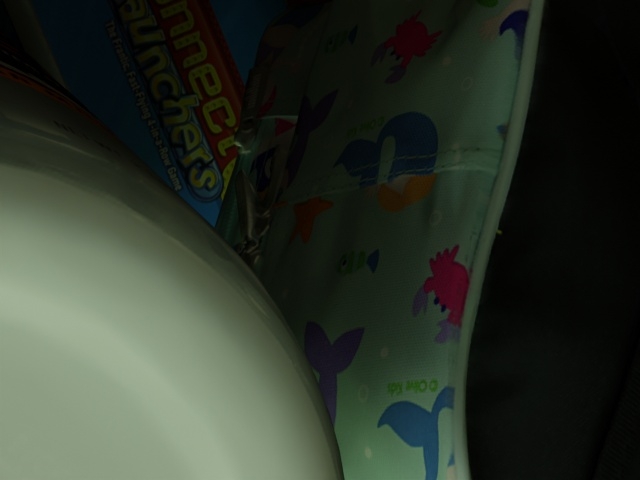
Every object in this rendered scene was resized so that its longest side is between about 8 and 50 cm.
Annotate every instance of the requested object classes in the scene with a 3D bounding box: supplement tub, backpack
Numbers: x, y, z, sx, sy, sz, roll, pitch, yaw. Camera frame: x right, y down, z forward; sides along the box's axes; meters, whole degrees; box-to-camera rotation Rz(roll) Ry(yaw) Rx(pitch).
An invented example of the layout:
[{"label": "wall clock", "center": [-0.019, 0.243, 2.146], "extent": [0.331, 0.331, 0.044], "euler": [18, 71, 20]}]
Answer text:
[{"label": "supplement tub", "center": [-0.131, 0.030, 0.481], "extent": [0.193, 0.193, 0.316], "euler": [27, -175, -26]}, {"label": "backpack", "center": [0.078, 0.031, 0.535], "extent": [0.225, 0.253, 0.191], "euler": [30, 147, -33]}]

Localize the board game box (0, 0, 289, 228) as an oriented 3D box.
[{"label": "board game box", "center": [-0.087, 0.013, 0.734], "extent": [0.302, 0.086, 0.308], "euler": [-8, 106, 62]}]
